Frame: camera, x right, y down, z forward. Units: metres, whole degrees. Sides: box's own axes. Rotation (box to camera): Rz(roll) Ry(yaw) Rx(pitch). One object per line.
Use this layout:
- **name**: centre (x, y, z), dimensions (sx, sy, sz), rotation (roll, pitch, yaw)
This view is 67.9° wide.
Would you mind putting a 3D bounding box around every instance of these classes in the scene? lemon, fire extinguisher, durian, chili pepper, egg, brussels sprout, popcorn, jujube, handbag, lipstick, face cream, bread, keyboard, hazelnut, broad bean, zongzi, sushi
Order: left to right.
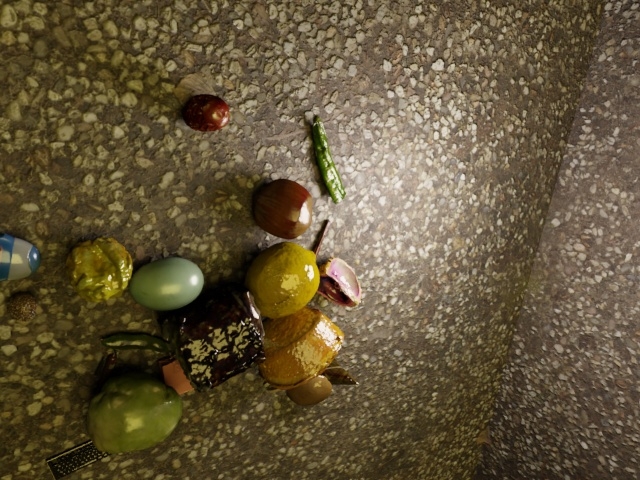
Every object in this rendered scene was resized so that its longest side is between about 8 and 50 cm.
- **face cream**: centre (-0.897, 0.045, 1.268), dimensions (0.264, 0.083, 0.149), rotation (8, 108, -36)
- **durian**: centre (-0.847, 0.193, 1.363), dimensions (0.091, 0.080, 0.080), rotation (31, 91, 5)
- **keyboard**: centre (-0.775, 0.727, 1.666), dimensions (0.317, 0.027, 0.106), rotation (-19, 119, -26)
- **popcorn**: centre (-0.649, 0.085, 1.407), dimensions (0.198, 0.156, 0.197), rotation (3, 82, -22)
- **fire extinguisher**: centre (-0.717, 0.430, 1.582), dimensions (0.049, 0.035, 0.173), rotation (24, 97, 1)
- **brussels sprout**: centre (-0.621, 0.564, 1.559), dimensions (0.317, 0.242, 0.273), rotation (-12, 152, -3)
- **broad bean**: centre (-0.611, 0.345, 1.604), dimensions (0.255, 0.046, 0.065), rotation (19, 97, -38)
- **egg**: centre (-0.490, 0.139, 1.521), dimensions (0.231, 0.168, 0.167), rotation (-9, 114, -29)
- **handbag**: centre (-0.472, 0.468, 1.739), dimensions (0.213, 0.059, 0.157), rotation (-14, 118, -30)
- **jujube**: centre (-0.338, -0.376, 1.404), dimensions (0.109, 0.176, 0.112), rotation (7, 99, -40)
- **sushi**: centre (-0.352, 0.327, 1.604), dimensions (0.294, 0.281, 0.299), rotation (-25, 95, -31)
- **lemon**: centre (-0.143, 0.143, 1.705), dimensions (0.310, 0.253, 0.253), rotation (-45, 127, -6)
- **hazelnut**: centre (-0.126, -0.102, 1.656), dimensions (0.210, 0.186, 0.210), rotation (-25, 139, -24)
- **bread**: centre (-0.094, 0.382, 1.786), dimensions (0.337, 0.358, 0.204), rotation (-32, 108, -26)
- **lipstick**: centre (0.000, 0.000, 1.880), dimensions (0.027, 0.027, 0.176), rotation (18, 97, -37)
- **chili pepper**: centre (0.020, -0.294, 1.740), dimensions (0.085, 0.077, 0.359), rotation (-55, 137, -37)
- **zongzi**: centre (0.041, 0.605, 2.054), dimensions (0.187, 0.184, 0.084), rotation (-17, 117, -27)
- **durian**: centre (0.068, 0.159, 1.930), dimensions (0.186, 0.154, 0.260), rotation (-52, 125, -34)

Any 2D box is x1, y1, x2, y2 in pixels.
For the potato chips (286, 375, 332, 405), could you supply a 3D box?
- **potato chips**: centre (-0.052, 0.650, 2.031), dimensions (0.208, 0.061, 0.195), rotation (-21, 122, 13)

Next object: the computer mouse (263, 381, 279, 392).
- **computer mouse**: centre (-0.129, 0.530, 1.920), dimensions (0.237, 0.145, 0.081), rotation (-18, 83, -57)
